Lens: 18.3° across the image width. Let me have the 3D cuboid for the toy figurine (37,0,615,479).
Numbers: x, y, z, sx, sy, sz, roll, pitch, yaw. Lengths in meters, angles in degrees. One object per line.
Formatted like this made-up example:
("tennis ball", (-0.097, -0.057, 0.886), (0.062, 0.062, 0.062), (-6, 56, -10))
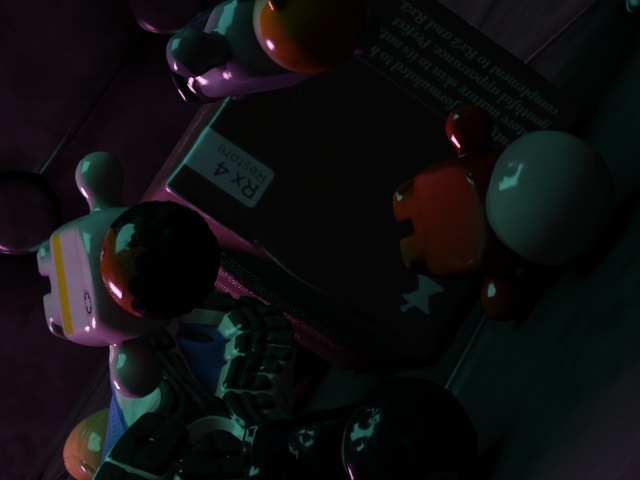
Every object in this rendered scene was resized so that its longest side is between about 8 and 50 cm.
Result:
("toy figurine", (0.000, 0.000, 0.872), (0.213, 0.209, 0.148), (-56, 17, -20))

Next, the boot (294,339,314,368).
("boot", (-0.050, 0.080, 1.434), (0.115, 0.112, 0.305), (-26, 0, -6))

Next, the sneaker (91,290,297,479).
("sneaker", (-0.059, 0.153, 1.013), (0.330, 0.130, 0.147), (-95, 11, -65))

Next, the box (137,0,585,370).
("box", (0.012, -0.040, 1.125), (0.167, 0.168, 0.203), (-56, 7, -11))

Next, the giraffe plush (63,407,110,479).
("giraffe plush", (-0.142, 0.188, 1.309), (0.170, 0.181, 0.210), (-47, -31, -17))
